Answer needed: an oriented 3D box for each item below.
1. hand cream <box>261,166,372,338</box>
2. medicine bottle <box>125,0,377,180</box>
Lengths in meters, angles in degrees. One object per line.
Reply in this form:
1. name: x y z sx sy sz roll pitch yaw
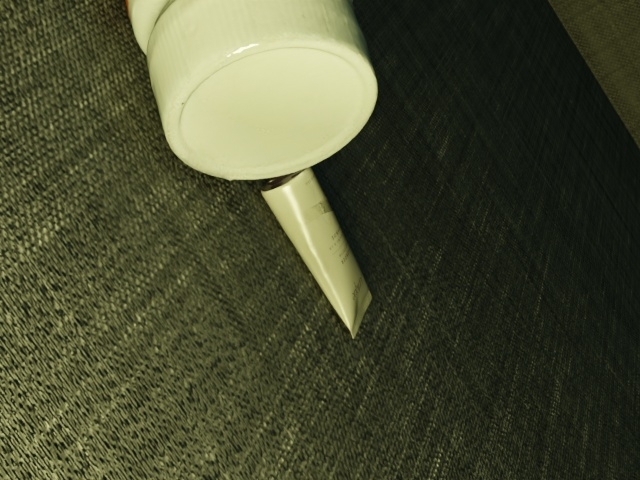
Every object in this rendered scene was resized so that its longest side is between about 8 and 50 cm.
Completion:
1. hand cream: 0.000 0.000 1.409 0.186 0.054 0.087 60 25 -17
2. medicine bottle: -0.083 -0.258 1.332 0.211 0.211 0.371 32 35 -50
